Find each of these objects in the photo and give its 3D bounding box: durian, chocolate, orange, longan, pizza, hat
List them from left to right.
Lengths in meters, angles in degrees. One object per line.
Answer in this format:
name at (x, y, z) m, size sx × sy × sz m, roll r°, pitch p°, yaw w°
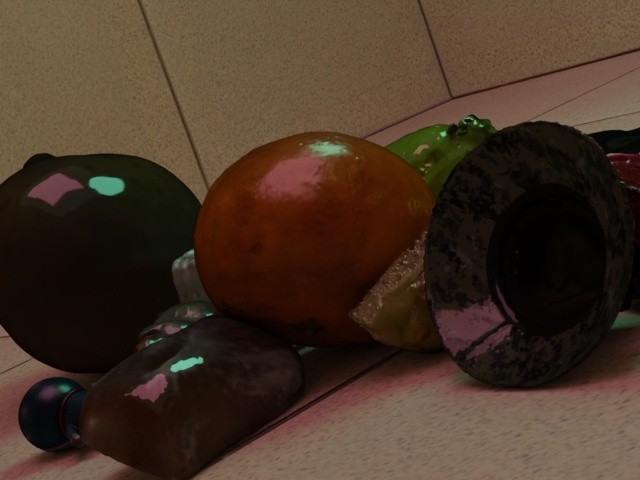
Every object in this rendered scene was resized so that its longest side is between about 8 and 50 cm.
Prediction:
longan at (-0.320, 0.022, 1.948) m, size 0.361 × 0.361 × 0.361 m, roll -19°, pitch 8°, yaw 3°
chocolate at (-0.126, 0.136, 1.405) m, size 0.157 × 0.080 × 0.254 m, roll 16°, pitch 28°, yaw 30°
orange at (0.000, 0.000, 1.536) m, size 0.284 × 0.226 × 0.284 m, roll 2°, pitch -18°, yaw 1°
durian at (0.133, -0.030, 1.761) m, size 0.339 × 0.204 × 0.256 m, roll -25°, pitch -9°, yaw 28°
pizza at (0.145, 0.061, 1.440) m, size 0.188 × 0.080 × 0.204 m, roll -43°, pitch -33°, yaw 2°
hat at (0.220, 0.023, 1.279) m, size 0.128 × 0.265 × 0.265 m, roll 16°, pitch -17°, yaw -39°

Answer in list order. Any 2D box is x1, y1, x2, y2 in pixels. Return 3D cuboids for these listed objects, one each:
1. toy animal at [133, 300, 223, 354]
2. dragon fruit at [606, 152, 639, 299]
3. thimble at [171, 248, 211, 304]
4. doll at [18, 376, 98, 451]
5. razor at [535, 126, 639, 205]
toy animal at (-0.159, 0.140, 1.558) m, size 0.138 × 0.108 × 0.236 m, roll -18°, pitch 9°, yaw 9°
dragon fruit at (0.363, -0.012, 1.331) m, size 0.161 × 0.126 × 0.274 m, roll -12°, pitch 16°, yaw -15°
thimble at (-0.071, 0.060, 1.745) m, size 0.211 × 0.149 × 0.185 m, roll -18°, pitch 6°, yaw 10°
doll at (-0.285, 0.200, 1.579) m, size 0.152 × 0.085 × 0.114 m, roll -3°, pitch 27°, yaw 31°
razor at (0.388, -0.075, 1.657) m, size 0.204 × 0.113 × 0.349 m, roll -19°, pitch 7°, yaw -10°
